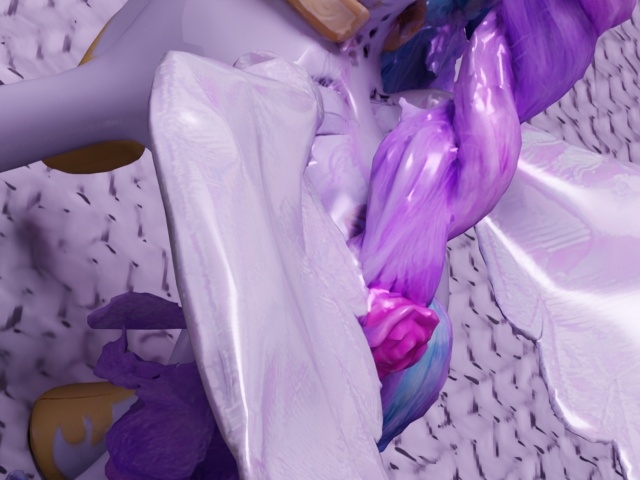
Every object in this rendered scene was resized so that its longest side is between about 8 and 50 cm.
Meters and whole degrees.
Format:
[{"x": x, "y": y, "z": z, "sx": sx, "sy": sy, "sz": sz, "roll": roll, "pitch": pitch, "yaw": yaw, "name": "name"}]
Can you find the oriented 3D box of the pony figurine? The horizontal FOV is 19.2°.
[{"x": 0.000, "y": 0.000, "z": 0.572, "sx": 0.303, "sy": 0.363, "sz": 0.351, "roll": 9, "pitch": 55, "yaw": -47, "name": "pony figurine"}]
